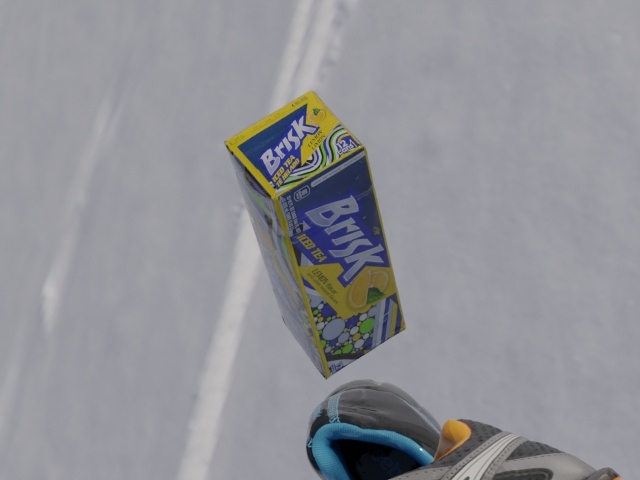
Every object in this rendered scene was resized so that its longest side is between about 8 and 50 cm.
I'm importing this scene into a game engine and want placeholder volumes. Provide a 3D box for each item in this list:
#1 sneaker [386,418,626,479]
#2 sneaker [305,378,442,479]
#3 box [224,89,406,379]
[{"bbox_3d":[0.017,0.118,0.482,0.083,0.215,0.084,30,124,29],"label":"sneaker"},{"bbox_3d":[0.119,0.242,1.250,0.125,0.341,0.139,-54,-8,6],"label":"sneaker"},{"bbox_3d":[0.000,0.000,0.915,0.054,0.059,0.169,49,164,35],"label":"box"}]
